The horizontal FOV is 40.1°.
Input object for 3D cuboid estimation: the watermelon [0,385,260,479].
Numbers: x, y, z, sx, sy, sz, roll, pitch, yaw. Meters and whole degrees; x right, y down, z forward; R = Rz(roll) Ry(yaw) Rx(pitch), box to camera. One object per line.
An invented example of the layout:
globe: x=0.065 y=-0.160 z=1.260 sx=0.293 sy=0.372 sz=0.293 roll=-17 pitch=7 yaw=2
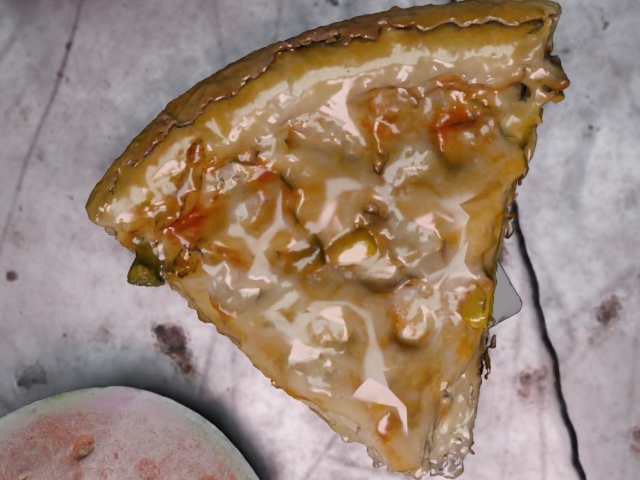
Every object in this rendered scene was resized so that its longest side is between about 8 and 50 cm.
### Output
watermelon: x=-0.173 y=0.262 z=0.781 sx=0.322 sy=0.188 sz=0.175 roll=41 pitch=139 yaw=-5

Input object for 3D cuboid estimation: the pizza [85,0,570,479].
pizza: x=-0.010 y=-0.031 z=0.777 sx=0.391 sy=0.080 sz=0.435 roll=13 pitch=89 yaw=4

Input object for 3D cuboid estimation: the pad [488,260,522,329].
pad: x=0.094 y=0.054 z=0.811 sx=0.157 sy=0.003 sz=0.112 roll=-30 pitch=90 yaw=4
